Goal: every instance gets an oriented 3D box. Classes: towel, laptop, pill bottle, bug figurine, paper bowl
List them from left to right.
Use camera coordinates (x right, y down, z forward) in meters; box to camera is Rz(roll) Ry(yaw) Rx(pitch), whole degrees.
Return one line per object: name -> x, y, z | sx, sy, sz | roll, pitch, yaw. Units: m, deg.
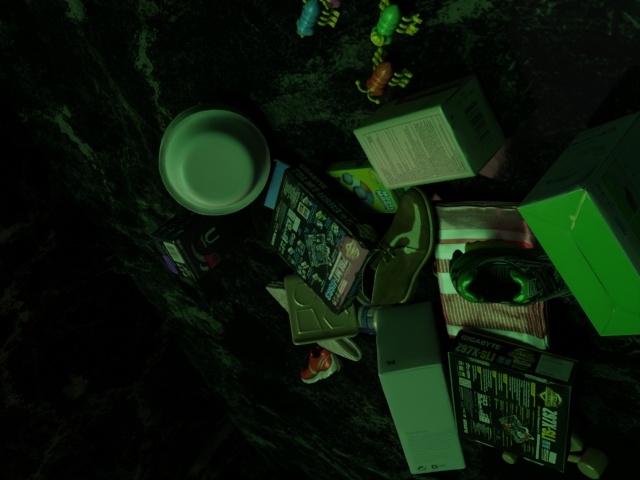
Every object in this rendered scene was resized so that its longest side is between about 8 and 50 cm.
paper bowl -> -0.270, -0.201, 1.576 | 0.284, 0.284, 0.148 | 62, 180, -26
laptop -> -0.048, -0.054, 1.635 | 0.234, 0.136, 0.264 | 116, 140, -59
towel -> -0.029, 0.252, 1.986 | 0.317, 0.053, 0.332 | 48, 167, -11
bug figurine -> 0.062, -0.402, 1.161 | 0.279, 0.072, 0.216 | 42, 149, 7
pill bottle -> 0.142, 0.225, 1.788 | 0.169, 0.094, 0.094 | -3, 125, 53
towel -> 0.351, 0.073, 1.283 | 0.237, 0.037, 0.329 | 3, 113, 37

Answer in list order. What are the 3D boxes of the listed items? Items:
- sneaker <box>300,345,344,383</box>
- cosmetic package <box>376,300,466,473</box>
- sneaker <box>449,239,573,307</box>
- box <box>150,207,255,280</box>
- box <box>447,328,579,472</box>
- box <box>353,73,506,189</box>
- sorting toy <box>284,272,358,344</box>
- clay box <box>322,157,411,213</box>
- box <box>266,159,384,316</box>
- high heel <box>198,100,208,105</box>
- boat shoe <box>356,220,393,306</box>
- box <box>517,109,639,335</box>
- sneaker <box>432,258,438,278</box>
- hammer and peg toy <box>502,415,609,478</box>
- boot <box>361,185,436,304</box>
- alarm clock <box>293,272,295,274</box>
sneaker -> -0.003, 0.449, 2.260 | 0.118, 0.107, 0.279 | 63, 147, 8
cosmetic package -> 0.277, 0.410, 1.674 | 0.161, 0.230, 0.453 | -11, 127, 11
sneaker -> 0.412, 0.069, 1.122 | 0.343, 0.146, 0.134 | -8, 109, 14
box -> -0.370, -0.023, 1.946 | 0.143, 0.270, 0.165 | 12, 136, 44
box -> 0.426, 0.359, 1.364 | 0.257, 0.079, 0.322 | 11, 135, 29
box -> 0.206, -0.200, 1.170 | 0.232, 0.127, 0.148 | -3, 125, 53
sorting toy -> 0.002, 0.188, 1.777 | 0.038, 0.193, 0.208 | 50, -148, -78
clay box -> 0.115, -0.128, 1.441 | 0.222, 0.053, 0.127 | 2, 129, 51
box -> 0.000, 0.000, 1.524 | 0.293, 0.073, 0.295 | 44, 144, 19
high heel -> -0.293, -0.268, 1.729 | 0.186, 0.093, 0.261 | -9, 129, 47
boat shoe -> 0.136, 0.083, 1.589 | 0.132, 0.130, 0.355 | 38, 149, 14
box -> 0.470, -0.027, 0.948 | 0.262, 0.231, 0.127 | 53, 149, -12
sneaker -> 0.372, 0.096, 1.396 | 0.221, 0.087, 0.128 | 19, 162, 30
hammer and peg toy -> 0.540, 0.495, 1.586 | 0.361, 0.127, 0.266 | 46, 150, -1
boot -> 0.168, 0.023, 1.341 | 0.112, 0.115, 0.305 | 50, 141, 46
alarm clock -> -0.038, 0.121, 1.923 | 0.129, 0.064, 0.192 | -3, 121, 53
